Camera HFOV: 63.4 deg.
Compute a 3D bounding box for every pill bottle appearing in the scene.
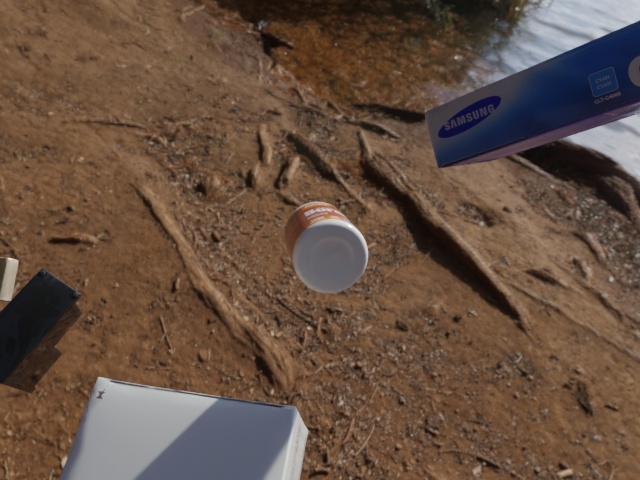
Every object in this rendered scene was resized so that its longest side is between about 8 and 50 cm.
[{"bbox_3d":[0.000,0.000,0.898,0.121,0.121,0.216,5,14,-12],"label":"pill bottle"}]

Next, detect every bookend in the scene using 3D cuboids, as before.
[{"bbox_3d":[-0.443,0.145,0.806,0.072,0.156,0.157,34,65,0],"label":"bookend"}]

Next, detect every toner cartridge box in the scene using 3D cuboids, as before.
[{"bbox_3d":[0.308,-0.169,0.572,0.165,0.347,0.075,-13,88,-49],"label":"toner cartridge box"}]

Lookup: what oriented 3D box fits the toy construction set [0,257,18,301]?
[{"bbox_3d":[-0.399,0.089,0.415,0.308,0.237,0.258,-26,80,4],"label":"toy construction set"}]

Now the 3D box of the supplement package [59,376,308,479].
[{"bbox_3d":[-0.166,0.305,0.644,0.261,0.145,0.204,6,60,9],"label":"supplement package"}]
